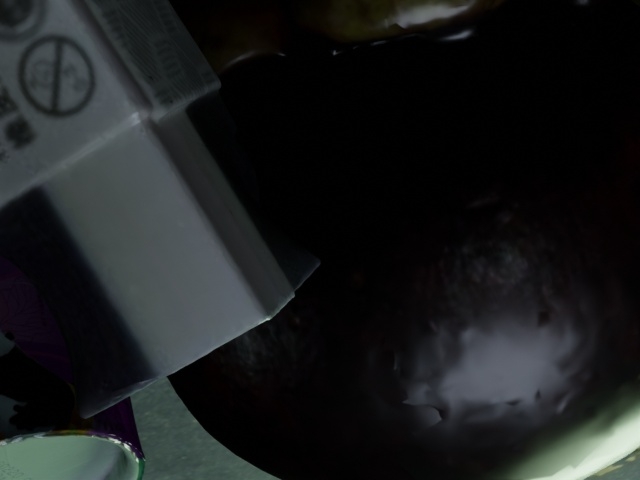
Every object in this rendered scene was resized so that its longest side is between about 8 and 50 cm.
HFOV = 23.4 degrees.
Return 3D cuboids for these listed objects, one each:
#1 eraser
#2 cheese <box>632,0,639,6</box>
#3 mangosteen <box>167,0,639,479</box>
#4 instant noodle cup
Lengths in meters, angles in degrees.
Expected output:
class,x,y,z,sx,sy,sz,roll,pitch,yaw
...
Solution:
class,x,y,z,sx,sy,sz,roll,pitch,yaw
eraser,-0.148,-0.132,0.581,0.098,0.404,0.096,-30,-174,18
cheese,0.275,-0.132,0.952,0.265,0.124,0.242,-28,-170,45
mangosteen,0.051,-0.037,0.750,0.307,0.307,0.347,-16,109,-11
instant noodle cup,-0.240,0.105,1.083,0.251,0.190,0.251,-17,149,-10
